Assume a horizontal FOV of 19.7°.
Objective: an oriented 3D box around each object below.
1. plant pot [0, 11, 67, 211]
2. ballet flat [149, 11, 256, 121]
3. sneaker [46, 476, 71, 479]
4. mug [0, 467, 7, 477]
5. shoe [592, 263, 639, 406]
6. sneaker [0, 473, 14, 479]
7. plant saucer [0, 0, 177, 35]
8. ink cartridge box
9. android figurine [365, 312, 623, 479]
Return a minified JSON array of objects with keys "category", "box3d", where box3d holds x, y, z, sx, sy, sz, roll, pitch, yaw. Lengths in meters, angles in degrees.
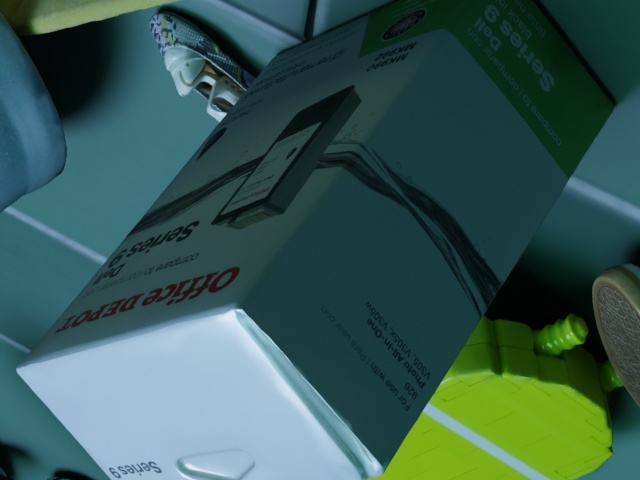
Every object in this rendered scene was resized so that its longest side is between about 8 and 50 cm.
[{"category":"plant pot","box3d":[-0.336,-0.093,1.198,0.293,0.196,0.293,39,158,19]},{"category":"ballet flat","box3d":[-0.068,-0.101,1.171,0.114,0.041,0.041,38,144,-1]},{"category":"sneaker","box3d":[-0.220,0.365,1.707,0.106,0.162,0.281,0,130,40]},{"category":"mug","box3d":[-0.349,0.229,1.717,0.158,0.097,0.129,26,142,13]},{"category":"shoe","box3d":[0.239,0.095,1.131,0.219,0.058,0.076,55,160,-17]},{"category":"sneaker","box3d":[-0.132,0.298,1.429,0.483,0.185,0.202,30,130,6]},{"category":"plant saucer","box3d":[-0.140,-0.285,0.991,0.333,0.081,0.332,-6,128,43]},{"category":"ink cartridge box","box3d":[0.000,0.000,1.014,0.211,0.289,0.121,-18,118,48]},{"category":"android figurine","box3d":[0.076,0.125,1.209,0.273,0.056,0.248,-31,137,28]}]
